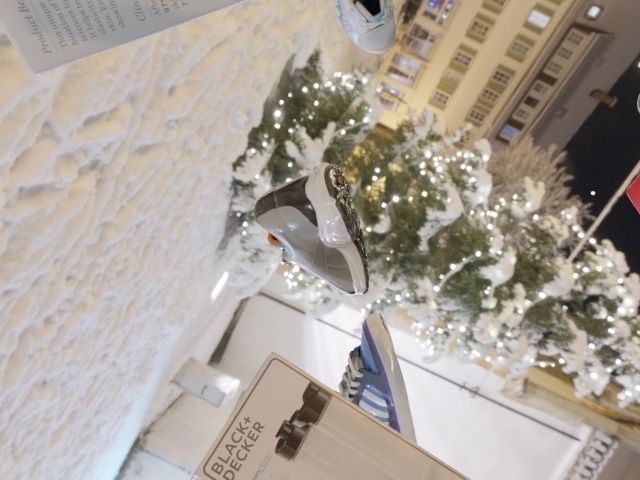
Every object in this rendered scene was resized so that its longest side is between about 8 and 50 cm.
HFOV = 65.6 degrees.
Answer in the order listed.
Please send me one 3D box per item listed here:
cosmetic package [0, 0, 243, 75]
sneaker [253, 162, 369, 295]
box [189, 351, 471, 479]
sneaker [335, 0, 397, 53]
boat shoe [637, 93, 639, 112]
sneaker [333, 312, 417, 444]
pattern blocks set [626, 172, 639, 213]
[{"bbox_3d":[-0.389,-0.544,0.847,0.327,0.394,0.329,54,-16,47],"label":"cosmetic package"},{"bbox_3d":[0.000,0.000,0.624,0.271,0.108,0.100,60,19,-60],"label":"sneaker"},{"bbox_3d":[0.012,0.286,0.584,0.169,0.290,0.087,-54,175,-38],"label":"box"},{"bbox_3d":[0.053,-0.268,0.569,0.071,0.083,0.191,-26,155,13],"label":"sneaker"},{"bbox_3d":[0.626,-0.264,0.807,0.306,0.105,0.113,-166,-110,-79],"label":"boat shoe"},{"bbox_3d":[0.050,0.312,0.978,0.130,0.236,0.322,-94,170,-68],"label":"sneaker"},{"bbox_3d":[0.359,-0.052,0.224,0.026,0.325,0.285,-38,146,-35],"label":"pattern blocks set"}]
